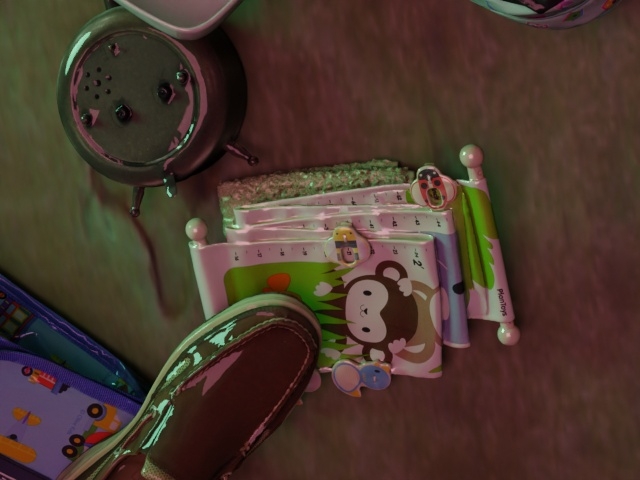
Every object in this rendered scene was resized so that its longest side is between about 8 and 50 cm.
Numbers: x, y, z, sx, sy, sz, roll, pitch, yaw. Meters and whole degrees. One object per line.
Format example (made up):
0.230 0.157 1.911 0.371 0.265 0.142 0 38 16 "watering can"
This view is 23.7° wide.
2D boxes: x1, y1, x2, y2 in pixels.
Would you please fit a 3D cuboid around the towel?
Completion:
0.000 0.000 1.081 0.148 0.027 0.110 -3 99 17 "towel"

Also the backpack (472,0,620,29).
0.118 -0.213 0.949 0.182 0.115 0.152 42 112 23 "backpack"

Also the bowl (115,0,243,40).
-0.096 -0.209 1.032 0.142 0.053 0.142 36 75 8 "bowl"

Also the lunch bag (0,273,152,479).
-0.273 0.143 1.156 0.293 0.138 0.221 30 108 -4 "lunch bag"

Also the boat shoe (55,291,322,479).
-0.091 0.147 1.053 0.095 0.095 0.257 36 110 -18 "boat shoe"

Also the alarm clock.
-0.130 -0.121 1.080 0.129 0.064 0.192 -23 91 20 "alarm clock"

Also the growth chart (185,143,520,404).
0.021 0.034 1.055 0.237 0.021 0.172 -12 113 19 "growth chart"
